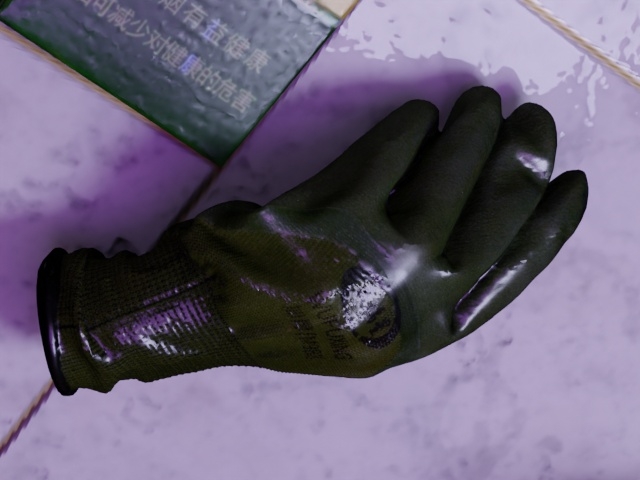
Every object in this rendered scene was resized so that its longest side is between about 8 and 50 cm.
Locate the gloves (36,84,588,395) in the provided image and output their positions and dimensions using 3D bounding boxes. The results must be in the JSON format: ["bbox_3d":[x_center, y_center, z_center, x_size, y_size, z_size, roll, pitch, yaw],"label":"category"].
[{"bbox_3d":[0.001,0.012,0.872,0.268,0.107,0.135,-21,151,-6],"label":"gloves"}]

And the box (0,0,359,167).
[{"bbox_3d":[-0.022,-0.156,0.811,0.132,0.034,0.235,33,105,-27],"label":"box"}]
